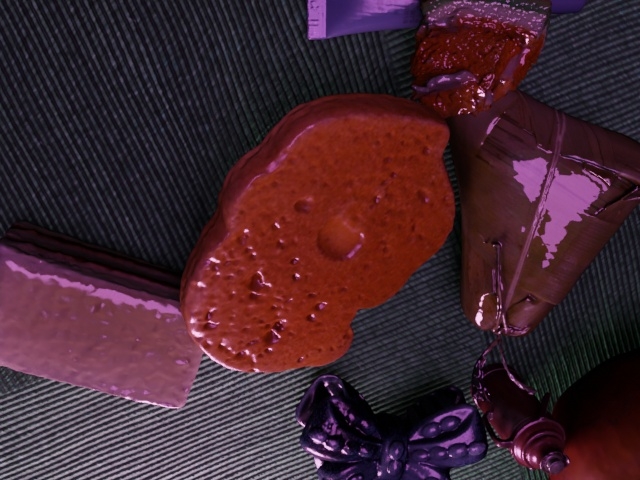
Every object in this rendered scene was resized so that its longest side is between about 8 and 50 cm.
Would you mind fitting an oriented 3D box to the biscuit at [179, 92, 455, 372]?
[{"bbox_3d":[0.000,0.000,0.918,0.455,0.078,0.350,-49,137,14],"label":"biscuit"}]

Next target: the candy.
[{"bbox_3d":[-0.319,0.112,0.988,0.321,0.135,0.179,20,106,-15],"label":"candy"}]

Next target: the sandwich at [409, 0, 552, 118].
[{"bbox_3d":[0.209,-0.242,0.881,0.185,0.109,0.160,1,79,6],"label":"sandwich"}]

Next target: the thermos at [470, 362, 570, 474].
[{"bbox_3d":[0.326,0.298,1.108,0.124,0.232,0.099,1,110,-9],"label":"thermos"}]

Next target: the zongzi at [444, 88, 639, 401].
[{"bbox_3d":[0.231,-0.023,1.032,0.418,0.181,0.447,30,108,-1],"label":"zongzi"}]

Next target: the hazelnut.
[{"bbox_3d":[0.589,0.350,1.103,0.429,0.402,0.402,-7,110,-7],"label":"hazelnut"}]

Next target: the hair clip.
[{"bbox_3d":[0.109,0.340,1.124,0.310,0.194,0.206,7,98,-7],"label":"hair clip"}]

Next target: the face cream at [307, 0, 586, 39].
[{"bbox_3d":[0.173,-0.349,0.937,0.385,0.086,0.135,-1,107,-4],"label":"face cream"}]
